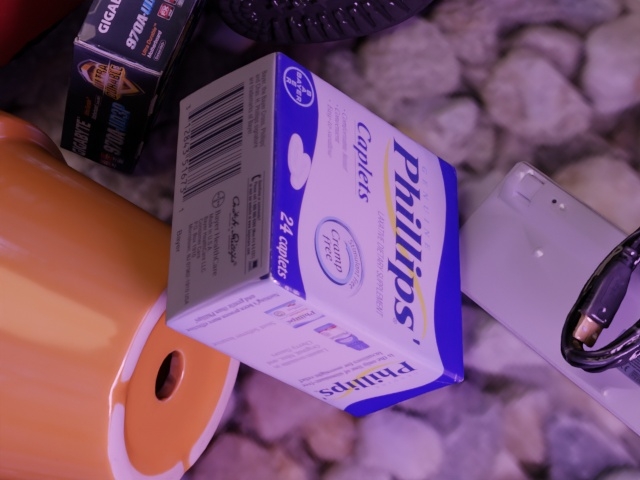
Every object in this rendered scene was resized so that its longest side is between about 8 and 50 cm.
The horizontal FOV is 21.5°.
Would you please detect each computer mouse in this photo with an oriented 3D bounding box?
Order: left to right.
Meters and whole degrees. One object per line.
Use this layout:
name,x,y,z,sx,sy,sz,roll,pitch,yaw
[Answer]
computer mouse,0.168,-0.049,0.781,0.071,0.041,0.242,12,67,35

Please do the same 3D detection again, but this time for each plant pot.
plant pot,-0.150,0.044,0.866,0.188,0.205,0.205,18,74,24

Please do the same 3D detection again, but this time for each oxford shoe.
oxford shoe,0.042,-0.183,0.945,0.227,0.083,0.096,-25,37,17

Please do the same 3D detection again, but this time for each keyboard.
keyboard,0.151,0.047,0.770,0.072,0.014,0.256,-53,47,4

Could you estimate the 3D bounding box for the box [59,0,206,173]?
box,-0.081,-0.164,0.953,0.051,0.175,0.220,23,73,-5

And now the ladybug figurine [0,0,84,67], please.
ladybug figurine,-0.257,-0.205,1.078,0.449,0.162,0.305,-25,46,26

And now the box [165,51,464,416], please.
box,0.000,0.000,0.809,0.072,0.137,0.126,-24,52,36
